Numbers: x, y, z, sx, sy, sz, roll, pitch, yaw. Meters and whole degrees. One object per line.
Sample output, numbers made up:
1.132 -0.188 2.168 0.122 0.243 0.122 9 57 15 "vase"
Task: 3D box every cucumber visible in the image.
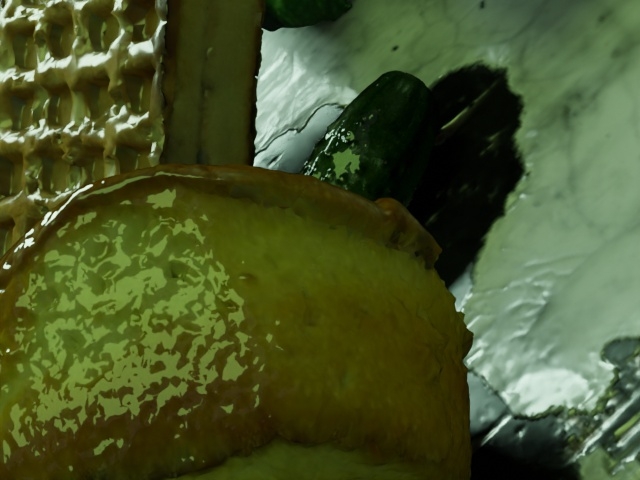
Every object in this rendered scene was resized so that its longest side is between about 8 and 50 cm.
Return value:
0.000 0.000 0.761 0.069 0.069 0.227 23 78 51 "cucumber"

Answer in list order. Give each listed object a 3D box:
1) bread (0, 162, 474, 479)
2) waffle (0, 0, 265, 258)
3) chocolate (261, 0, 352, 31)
-0.050 0.080 0.601 0.268 0.268 0.145 -24 55 28 "bread"
-0.136 -0.114 0.885 0.213 0.091 0.308 -1 82 42 "waffle"
-0.074 -0.248 1.028 0.110 0.110 0.291 -49 35 -2 "chocolate"
